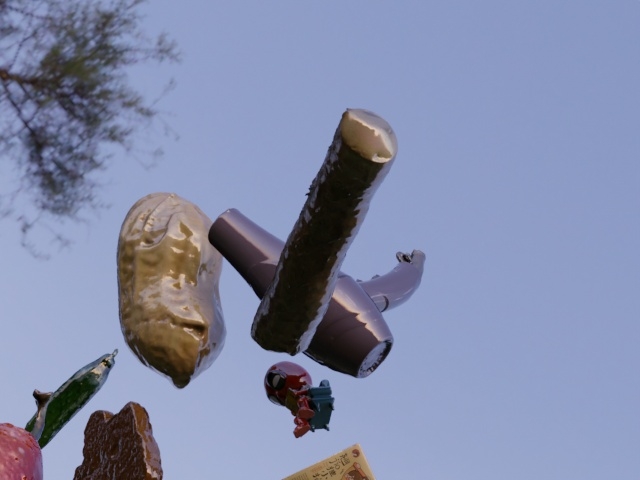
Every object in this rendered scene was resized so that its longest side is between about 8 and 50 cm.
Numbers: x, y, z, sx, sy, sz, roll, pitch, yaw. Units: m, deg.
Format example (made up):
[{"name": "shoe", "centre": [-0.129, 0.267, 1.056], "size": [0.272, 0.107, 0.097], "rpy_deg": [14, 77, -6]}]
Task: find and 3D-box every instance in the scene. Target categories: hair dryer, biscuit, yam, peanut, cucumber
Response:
[{"name": "hair dryer", "centre": [0.039, 0.052, 1.481], "size": [0.301, 0.361, 0.121], "rpy_deg": [40, -62, 26]}, {"name": "biscuit", "centre": [-0.281, 0.346, 1.417], "size": [0.041, 0.290, 0.208], "rpy_deg": [22, -65, -34]}, {"name": "yam", "centre": [0.000, 0.000, 0.966], "size": [0.066, 0.066, 0.300], "rpy_deg": [26, -48, 4]}, {"name": "peanut", "centre": [-0.220, 0.071, 1.533], "size": [0.174, 0.340, 0.158], "rpy_deg": [-15, -31, 18]}, {"name": "cucumber", "centre": [-0.280, 0.177, 1.142], "size": [0.037, 0.155, 0.037], "rpy_deg": [39, -15, 12]}]

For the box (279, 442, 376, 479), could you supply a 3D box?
[{"name": "box", "centre": [0.011, 0.355, 1.494], "size": [0.073, 0.149, 0.020], "rpy_deg": [64, -24, 12]}]

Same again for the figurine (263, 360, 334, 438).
[{"name": "figurine", "centre": [-0.031, 0.212, 1.435], "size": [0.075, 0.140, 0.068], "rpy_deg": [-5, -61, -25]}]

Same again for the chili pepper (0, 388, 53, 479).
[{"name": "chili pepper", "centre": [-0.151, 0.125, 0.419], "size": [0.050, 0.268, 0.059], "rpy_deg": [19, -77, -2]}]
